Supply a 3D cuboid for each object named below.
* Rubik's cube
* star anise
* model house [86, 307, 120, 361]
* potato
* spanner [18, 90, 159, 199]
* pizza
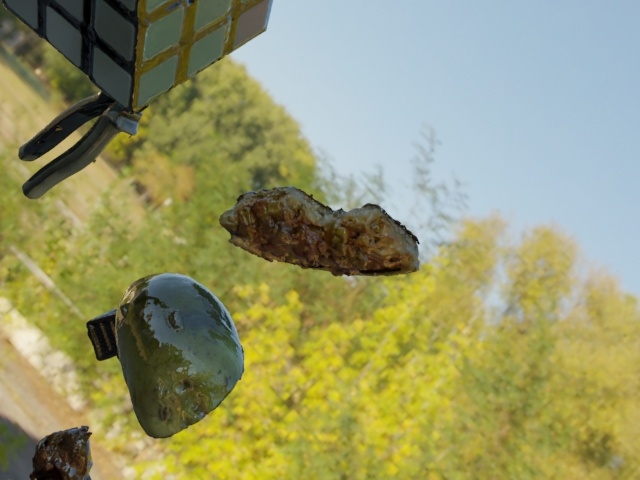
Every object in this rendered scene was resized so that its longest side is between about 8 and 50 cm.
[{"bbox_3d":[-0.136,-0.227,0.821,0.163,0.162,0.160,40,-33,14],"label":"Rubik's cube"},{"bbox_3d":[-0.518,0.444,1.949,0.148,0.237,0.346,39,34,21],"label":"star anise"},{"bbox_3d":[-0.324,0.174,1.898,0.106,0.152,0.165,24,-47,64],"label":"model house"},{"bbox_3d":[-0.201,0.118,1.393,0.111,0.160,0.271,62,0,-34],"label":"potato"},{"bbox_3d":[-0.283,-0.161,1.403,0.040,0.325,0.095,21,46,-51],"label":"spanner"},{"bbox_3d":[0.000,0.000,1.577,0.305,0.085,0.161,14,-31,0],"label":"pizza"}]
